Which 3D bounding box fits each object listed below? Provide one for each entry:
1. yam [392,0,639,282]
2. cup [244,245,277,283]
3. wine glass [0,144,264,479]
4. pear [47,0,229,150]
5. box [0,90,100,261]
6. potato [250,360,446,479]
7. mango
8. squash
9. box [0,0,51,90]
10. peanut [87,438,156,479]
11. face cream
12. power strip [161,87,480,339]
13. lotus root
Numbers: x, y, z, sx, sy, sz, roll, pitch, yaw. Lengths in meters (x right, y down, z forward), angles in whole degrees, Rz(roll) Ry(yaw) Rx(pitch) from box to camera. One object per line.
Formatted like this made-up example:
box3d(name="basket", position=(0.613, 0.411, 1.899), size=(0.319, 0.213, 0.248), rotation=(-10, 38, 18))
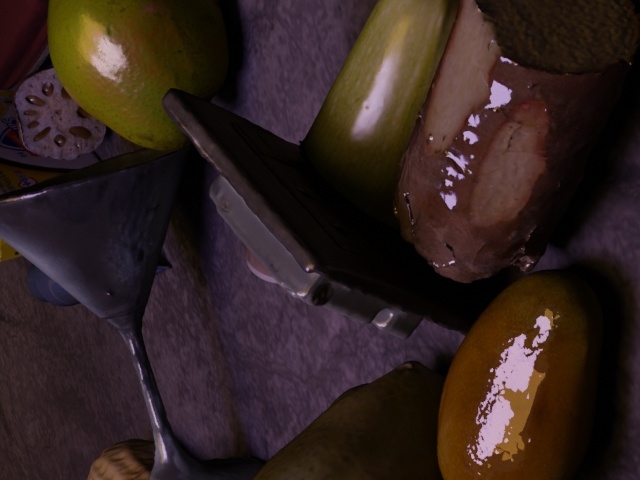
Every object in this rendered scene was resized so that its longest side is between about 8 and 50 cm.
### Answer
box3d(name="yam", position=(0.132, -0.082, 1.033), size=(0.238, 0.128, 0.129), rotation=(108, 180, -46))
box3d(name="cup", position=(-0.043, -0.021, 1.432), size=(0.102, 0.074, 0.099), rotation=(52, 145, 35))
box3d(name="wine glass", position=(-0.211, 0.109, 1.640), size=(0.267, 0.267, 0.406), rotation=(-4, 106, 62))
box3d(name="pear", position=(-0.182, -0.202, 1.496), size=(0.219, 0.187, 0.187), rotation=(59, 150, 10))
box3d(name="box", position=(-0.412, -0.098, 1.971), size=(0.265, 0.168, 0.097), rotation=(48, 144, 43))
box3d(name="potato", position=(0.019, 0.262, 1.236), size=(0.202, 0.351, 0.218), rotation=(34, 157, -17))
box3d(name="mango", position=(0.157, 0.117, 1.119), size=(0.136, 0.099, 0.227), rotation=(51, 137, 44))
box3d(name="squash", position=(0.066, -0.125, 1.131), size=(0.137, 0.137, 0.287), rotation=(56, 145, 30))
box3d(name="box", position=(-0.403, -0.355, 1.878), size=(0.404, 0.108, 0.263), rotation=(-30, 77, 61))
box3d(name="peanut", position=(-0.197, 0.343, 1.839), size=(0.305, 0.147, 0.147), rotation=(16, 118, 58))
box3d(name="face cream", position=(-0.323, 0.043, 1.943), size=(0.385, 0.136, 0.086), rotation=(169, 105, -66))
box3d(name="power strip", position=(-0.002, 0.000, 1.197), size=(0.092, 0.257, 0.251), rotation=(-48, 49, 17))
box3d(name="lotus root", position=(-0.337, -0.163, 1.861), size=(0.081, 0.112, 0.122), rotation=(-170, 68, -77))
